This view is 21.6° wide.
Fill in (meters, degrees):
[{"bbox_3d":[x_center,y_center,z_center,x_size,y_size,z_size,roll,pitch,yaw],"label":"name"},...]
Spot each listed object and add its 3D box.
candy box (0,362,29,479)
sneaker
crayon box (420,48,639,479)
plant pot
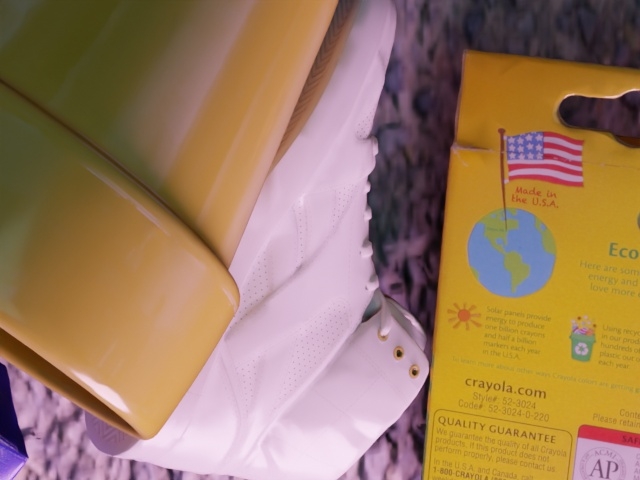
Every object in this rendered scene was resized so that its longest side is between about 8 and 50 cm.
[{"bbox_3d":[-0.350,0.131,0.828,0.268,0.122,0.317,39,96,-25],"label":"candy box"},{"bbox_3d":[0.000,0.000,0.929,0.169,0.108,0.293,22,96,-36],"label":"sneaker"},{"bbox_3d":[0.169,0.053,0.948,0.202,0.081,0.319,9,107,15],"label":"crayon box"},{"bbox_3d":[-0.119,-0.072,0.795,0.254,0.254,0.239,40,76,-24],"label":"plant pot"}]
